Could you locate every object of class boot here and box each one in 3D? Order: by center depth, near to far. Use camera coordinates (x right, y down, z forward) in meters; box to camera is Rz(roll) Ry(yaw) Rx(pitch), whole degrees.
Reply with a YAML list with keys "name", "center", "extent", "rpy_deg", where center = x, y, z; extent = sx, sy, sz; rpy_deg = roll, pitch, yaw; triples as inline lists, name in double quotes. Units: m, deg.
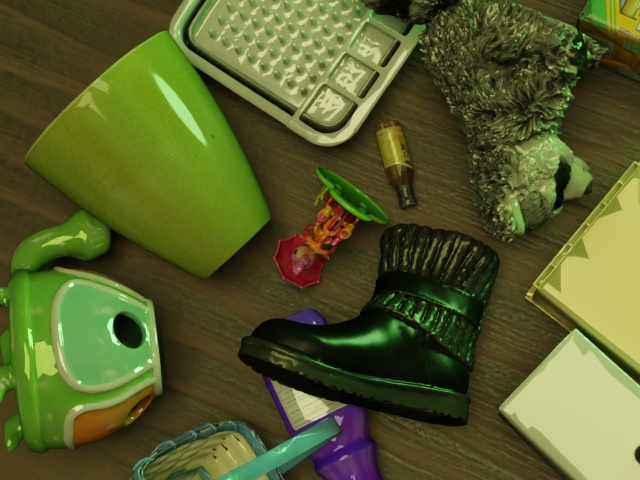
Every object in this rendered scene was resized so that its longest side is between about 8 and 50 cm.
- name: "boot"
  center: [0.070, 0.092, 1.674]
  extent: [0.348, 0.131, 0.260]
  rpy_deg: [17, 74, -22]

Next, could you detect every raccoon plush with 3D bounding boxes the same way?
- name: "raccoon plush"
  center: [0.183, -0.191, 1.728]
  extent: [0.446, 0.216, 0.299]
  rpy_deg: [26, 97, 16]

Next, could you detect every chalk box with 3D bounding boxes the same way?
- name: "chalk box"
  center: [0.496, -0.373, 1.717]
  extent: [0.179, 0.180, 0.289]
  rpy_deg: [28, 87, 11]

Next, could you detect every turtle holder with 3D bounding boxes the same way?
- name: "turtle holder"
  center: [-0.346, 0.140, 1.752]
  extent: [0.227, 0.243, 0.320]
  rpy_deg: [-7, 40, -8]

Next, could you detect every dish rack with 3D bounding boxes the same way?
- name: "dish rack"
  center: [-0.026, -0.319, 1.836]
  extent: [0.333, 0.072, 0.285]
  rpy_deg: [34, 88, 11]

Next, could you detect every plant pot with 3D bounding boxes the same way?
- name: "plant pot"
  center: [-0.215, -0.096, 1.753]
  extent: [0.275, 0.275, 0.293]
  rpy_deg: [-44, 94, 0]

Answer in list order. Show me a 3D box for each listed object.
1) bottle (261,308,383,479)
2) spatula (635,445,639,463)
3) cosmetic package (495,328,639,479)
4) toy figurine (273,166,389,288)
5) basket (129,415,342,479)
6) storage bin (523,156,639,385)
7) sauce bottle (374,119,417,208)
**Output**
- name: "bottle"
  center: [0.006, 0.240, 1.734]
  extent: [0.118, 0.092, 0.282]
  rpy_deg: [-26, 79, -3]
- name: "spatula"
  center: [0.520, 0.286, 1.461]
  extent: [0.296, 0.030, 0.084]
  rpy_deg: [10, 86, 27]
- name: "cosmetic package"
  center: [0.413, 0.297, 1.619]
  extent: [0.365, 0.197, 0.155]
  rpy_deg: [44, 89, 10]
- name: "toy figurine"
  center: [0.000, 0.000, 1.751]
  extent: [0.130, 0.173, 0.159]
  rpy_deg: [36, 101, -6]
- name: "basket"
  center: [-0.126, 0.338, 1.635]
  extent: [0.201, 0.255, 0.289]
  rpy_deg: [56, 132, 15]
- name: "storage bin"
  center: [0.464, 0.054, 1.686]
  extent: [0.262, 0.123, 0.260]
  rpy_deg: [40, 88, 12]
- name: "sauce bottle"
  center: [0.113, -0.110, 1.801]
  extent: [0.042, 0.042, 0.128]
  rpy_deg: [-16, 82, 5]
